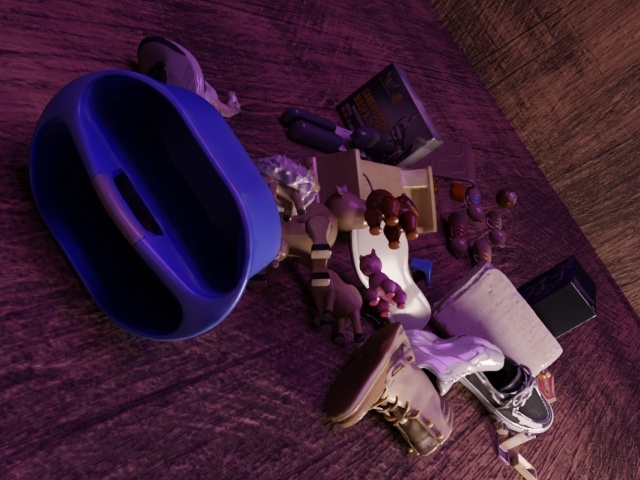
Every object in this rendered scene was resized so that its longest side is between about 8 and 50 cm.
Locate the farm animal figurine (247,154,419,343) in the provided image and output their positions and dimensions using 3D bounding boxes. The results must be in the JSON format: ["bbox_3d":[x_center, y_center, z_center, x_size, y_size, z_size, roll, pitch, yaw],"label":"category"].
[{"bbox_3d":[0.000,0.000,1.398,0.327,0.330,0.172,11,45,-17],"label":"farm animal figurine"}]

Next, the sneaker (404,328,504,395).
[{"bbox_3d":[0.239,0.239,1.621,0.232,0.090,0.115,7,61,-16],"label":"sneaker"}]

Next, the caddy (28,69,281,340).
[{"bbox_3d":[-0.207,-0.045,1.059,0.341,0.241,0.179,56,21,5],"label":"caddy"}]

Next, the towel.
[{"bbox_3d":[0.376,0.198,1.858,0.282,0.187,0.049,51,-9,-11],"label":"towel"}]

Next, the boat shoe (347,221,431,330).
[{"bbox_3d":[0.112,0.047,1.589,0.091,0.109,0.305,47,-13,54],"label":"boat shoe"}]

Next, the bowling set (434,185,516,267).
[{"bbox_3d":[0.402,-0.053,2.191,0.287,0.200,0.154,40,30,-20],"label":"bowling set"}]

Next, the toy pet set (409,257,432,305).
[{"bbox_3d":[0.208,0.091,1.815,0.122,0.065,0.114,50,25,-10],"label":"toy pet set"}]

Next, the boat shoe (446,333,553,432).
[{"bbox_3d":[0.387,0.294,1.773,0.306,0.105,0.113,45,65,-15],"label":"boat shoe"}]

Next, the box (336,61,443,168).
[{"bbox_3d":[0.161,-0.276,2.053,0.056,0.183,0.231,11,50,-56],"label":"box"}]

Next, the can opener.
[{"bbox_3d":[0.032,-0.245,1.891,0.283,0.095,0.076,11,49,-56],"label":"can opener"}]

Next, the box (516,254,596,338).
[{"bbox_3d":[0.500,0.165,1.998,0.103,0.261,0.184,53,24,-3],"label":"box"}]

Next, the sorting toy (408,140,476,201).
[{"bbox_3d":[0.292,-0.188,2.240,0.229,0.041,0.307,13,32,-1],"label":"sorting toy"}]

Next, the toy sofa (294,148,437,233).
[{"bbox_3d":[0.086,-0.083,1.761,0.363,0.177,0.150,2,81,-60],"label":"toy sofa"}]

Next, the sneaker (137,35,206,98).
[{"bbox_3d":[-0.243,-0.226,1.389,0.108,0.100,0.271,8,51,-50],"label":"sneaker"}]

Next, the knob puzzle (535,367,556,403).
[{"bbox_3d":[0.529,0.321,2.130,0.213,0.030,0.213,40,29,-28],"label":"knob puzzle"}]

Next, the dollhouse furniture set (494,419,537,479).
[{"bbox_3d":[0.422,0.420,1.757,0.114,0.081,0.091,45,27,-20],"label":"dollhouse furniture set"}]

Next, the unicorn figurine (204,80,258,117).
[{"bbox_3d":[-0.209,-0.265,1.553,0.162,0.060,0.111,-28,84,-49],"label":"unicorn figurine"}]

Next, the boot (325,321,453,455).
[{"bbox_3d":[0.121,0.274,1.407,0.203,0.095,0.262,58,30,-8],"label":"boot"}]
